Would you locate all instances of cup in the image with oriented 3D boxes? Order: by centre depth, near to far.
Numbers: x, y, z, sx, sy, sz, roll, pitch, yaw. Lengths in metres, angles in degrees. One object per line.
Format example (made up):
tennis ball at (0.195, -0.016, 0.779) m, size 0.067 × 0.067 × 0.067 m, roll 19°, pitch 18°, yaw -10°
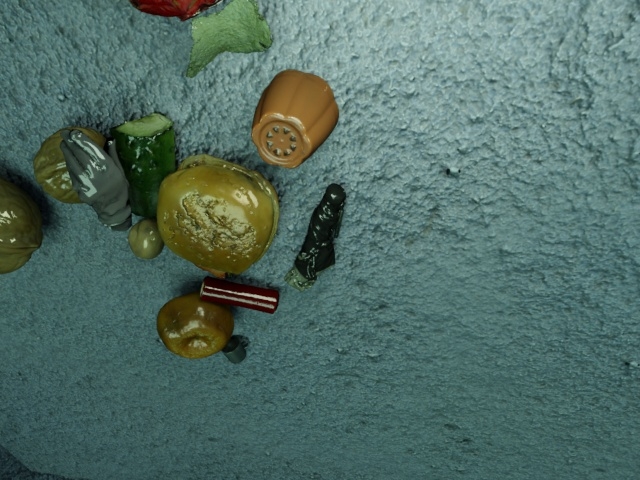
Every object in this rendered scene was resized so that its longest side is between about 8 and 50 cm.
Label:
cup at (-0.302, 0.391, 1.681) m, size 0.100 × 0.078 × 0.077 m, roll -25°, pitch 129°, yaw -4°

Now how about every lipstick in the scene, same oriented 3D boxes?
lipstick at (-0.250, 0.171, 1.449) m, size 0.240 × 0.080 × 0.080 m, roll 12°, pitch 132°, yaw -10°

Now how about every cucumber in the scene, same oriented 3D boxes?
cucumber at (-0.455, -0.165, 1.222) m, size 0.105 × 0.145 × 0.326 m, roll 41°, pitch 138°, yaw 21°

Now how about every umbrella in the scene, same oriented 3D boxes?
umbrella at (-0.001, 0.004, 1.251) m, size 0.106 × 0.113 × 0.358 m, roll 36°, pitch 132°, yaw 14°

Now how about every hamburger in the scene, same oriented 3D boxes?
hamburger at (-0.263, -0.058, 1.211) m, size 0.304 × 0.174 × 0.284 m, roll 17°, pitch 121°, yaw 2°

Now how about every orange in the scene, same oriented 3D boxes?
orange at (-0.410, 0.258, 1.527) m, size 0.248 × 0.183 × 0.249 m, roll -5°, pitch 131°, yaw -5°

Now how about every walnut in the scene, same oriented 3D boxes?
walnut at (-0.629, -0.196, 1.212) m, size 0.213 × 0.213 × 0.213 m, roll 8°, pitch 130°, yaw 9°
walnut at (-0.993, -0.051, 1.381) m, size 0.312 × 0.277 × 0.252 m, roll 29°, pitch 161°, yaw -15°

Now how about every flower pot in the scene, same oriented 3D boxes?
flower pot at (-0.064, -0.256, 1.017) m, size 0.190 × 0.173 × 0.191 m, roll 6°, pitch 128°, yaw 8°

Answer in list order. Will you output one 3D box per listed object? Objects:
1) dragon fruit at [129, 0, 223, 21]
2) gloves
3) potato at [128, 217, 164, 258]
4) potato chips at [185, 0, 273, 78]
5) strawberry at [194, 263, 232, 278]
dragon fruit at (-0.297, -0.512, 0.851) m, size 0.292 × 0.234 × 0.234 m, roll -6°, pitch 127°, yaw 26°
gloves at (-0.522, -0.143, 1.115) m, size 0.119 × 0.142 × 0.286 m, roll 24°, pitch 146°, yaw 35°
potato at (-0.518, -0.006, 1.391) m, size 0.112 × 0.112 × 0.147 m, roll 29°, pitch 127°, yaw -9°
potato chips at (-0.199, -0.404, 0.949) m, size 0.228 × 0.167 × 0.059 m, roll -13°, pitch 83°, yaw 19°
strawberry at (-0.331, 0.045, 1.396) m, size 0.186 × 0.082 × 0.147 m, roll 18°, pitch 133°, yaw 9°
